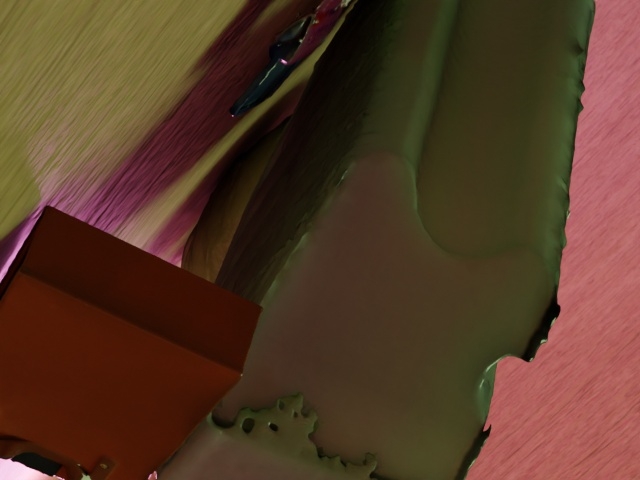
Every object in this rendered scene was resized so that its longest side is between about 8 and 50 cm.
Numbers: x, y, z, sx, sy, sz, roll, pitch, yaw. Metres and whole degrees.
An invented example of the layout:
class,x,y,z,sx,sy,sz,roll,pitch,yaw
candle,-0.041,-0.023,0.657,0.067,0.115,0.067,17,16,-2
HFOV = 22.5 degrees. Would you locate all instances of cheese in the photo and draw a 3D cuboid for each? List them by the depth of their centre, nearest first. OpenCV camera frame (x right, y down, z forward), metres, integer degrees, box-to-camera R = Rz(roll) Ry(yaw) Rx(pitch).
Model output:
class,x,y,z,sx,sy,sz,roll,pitch,yaw
cheese,0.035,-0.159,0.854,0.244,0.062,0.155,-47,178,20

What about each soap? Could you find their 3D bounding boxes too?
class,x,y,z,sx,sy,sz,roll,pitch,yaw
soap,0.042,-0.005,1.058,0.261,0.156,0.446,-52,-167,37

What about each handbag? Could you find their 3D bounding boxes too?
class,x,y,z,sx,sy,sz,roll,pitch,yaw
handbag,-0.127,0.070,0.876,0.190,0.127,0.063,-51,-162,49

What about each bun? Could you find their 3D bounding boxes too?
class,x,y,z,sx,sy,sz,roll,pitch,yaw
bun,-0.020,-0.007,1.404,0.273,0.168,0.273,-43,162,-18
